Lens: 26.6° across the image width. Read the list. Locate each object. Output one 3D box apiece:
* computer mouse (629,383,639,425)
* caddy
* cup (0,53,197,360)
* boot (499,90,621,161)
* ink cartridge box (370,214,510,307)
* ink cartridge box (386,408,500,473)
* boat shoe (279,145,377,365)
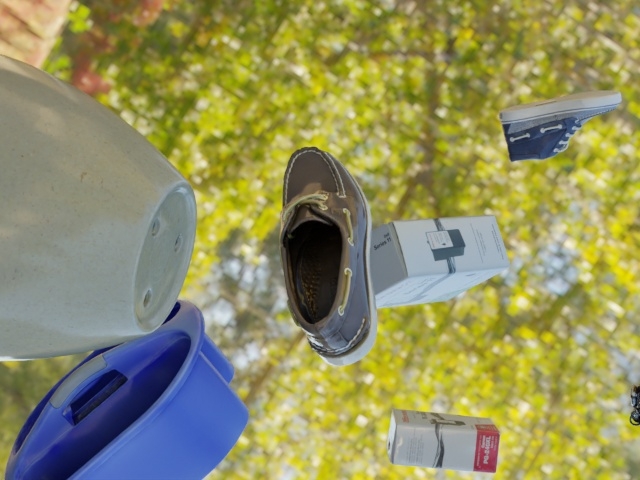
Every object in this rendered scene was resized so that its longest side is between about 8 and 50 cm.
[{"bbox_3d":[0.506,0.286,1.923,0.042,0.193,0.106,-25,139,-12],"label":"computer mouse"},{"bbox_3d":[-0.258,0.225,1.746,0.341,0.179,0.241,-41,-152,6],"label":"caddy"},{"bbox_3d":[-0.269,-0.012,1.428,0.331,0.236,0.331,14,90,-77],"label":"cup"},{"bbox_3d":[0.378,-0.178,2.105,0.190,0.086,0.069,-9,-167,20],"label":"boot"},{"bbox_3d":[0.140,0.032,1.921,0.153,0.208,0.087,-33,-112,47],"label":"ink cartridge box"},{"bbox_3d":[0.174,0.287,1.939,0.109,0.150,0.063,-98,-166,-86],"label":"ink cartridge box"},{"bbox_3d":[0.000,0.000,1.729,0.116,0.097,0.324,-19,-126,17],"label":"boat shoe"}]
